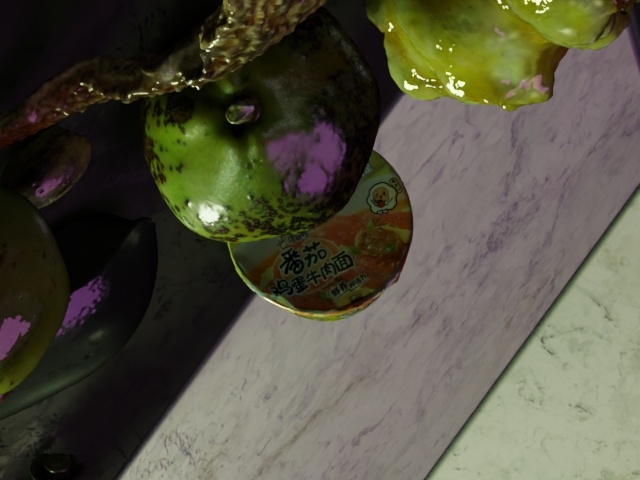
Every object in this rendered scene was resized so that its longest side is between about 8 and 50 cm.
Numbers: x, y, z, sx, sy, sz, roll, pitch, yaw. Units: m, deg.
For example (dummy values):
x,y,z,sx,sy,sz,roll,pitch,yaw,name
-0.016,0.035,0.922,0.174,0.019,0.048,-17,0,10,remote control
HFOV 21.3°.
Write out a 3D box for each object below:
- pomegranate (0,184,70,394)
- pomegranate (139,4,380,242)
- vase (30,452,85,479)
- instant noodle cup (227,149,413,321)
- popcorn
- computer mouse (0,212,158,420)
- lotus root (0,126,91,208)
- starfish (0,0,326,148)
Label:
x,y,z,sx,sy,sz,roll,pitch,yaw,name
-0.278,0.032,1.335,0.179,0.179,0.210,-61,179,18,pomegranate
-0.064,-0.124,1.566,0.222,0.276,0.204,-36,121,6,pomegranate
-0.280,0.309,1.850,0.120,0.120,0.183,-35,137,-42,vase
0.000,0.000,1.861,0.205,0.205,0.153,-50,169,-10,instant noodle cup
0.142,-0.280,1.644,0.325,0.321,0.290,-17,159,-33,popcorn
-0.252,0.090,1.579,0.295,0.087,0.168,-40,158,-29,computer mouse
-0.235,-0.056,1.435,0.099,0.054,0.049,-45,137,-25,lotus root
-0.057,-0.210,1.269,0.384,0.132,0.398,-43,-177,-25,starfish
